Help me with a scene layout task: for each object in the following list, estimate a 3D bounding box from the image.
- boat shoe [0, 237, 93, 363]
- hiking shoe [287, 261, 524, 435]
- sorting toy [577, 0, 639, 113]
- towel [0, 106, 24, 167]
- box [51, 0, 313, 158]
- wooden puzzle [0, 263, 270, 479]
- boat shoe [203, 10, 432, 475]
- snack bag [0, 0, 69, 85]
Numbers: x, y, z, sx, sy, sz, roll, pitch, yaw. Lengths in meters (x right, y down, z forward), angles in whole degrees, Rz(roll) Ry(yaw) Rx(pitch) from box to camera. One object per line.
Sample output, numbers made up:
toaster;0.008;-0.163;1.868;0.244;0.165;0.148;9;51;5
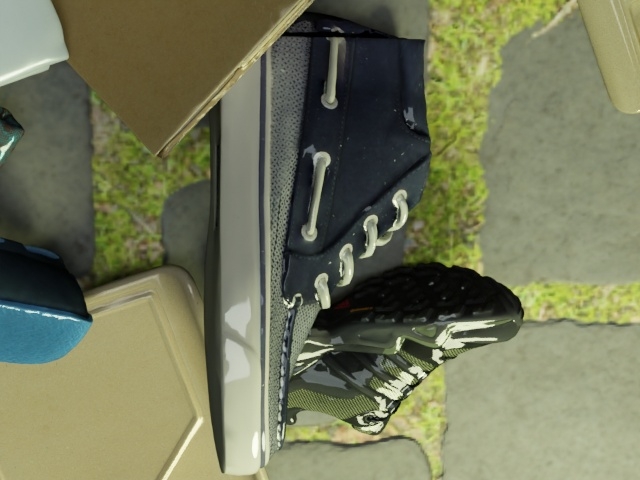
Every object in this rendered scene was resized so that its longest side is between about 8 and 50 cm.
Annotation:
boat shoe;-0.285;0.026;1.069;0.109;0.089;0.258;-40;140;25
hiking shoe;0.051;0.092;1.201;0.227;0.086;0.114;-11;121;7
sorting toy;0.288;-0.202;1.124;0.196;0.047;0.347;-22;112;2
towel;-0.424;-0.010;1.086;0.271;0.040;0.370;32;108;-28
box;-0.121;-0.183;1.045;0.164;0.021;0.201;-46;78;11
wooden puzzle;-0.181;0.143;1.210;0.239;0.044;0.221;-16;112;5
boat shoe;0.000;0.000;1.099;0.158;0.127;0.340;1;95;-10
snack bag;-0.364;-0.212;0.953;0.323;0.037;0.342;-24;111;-15
